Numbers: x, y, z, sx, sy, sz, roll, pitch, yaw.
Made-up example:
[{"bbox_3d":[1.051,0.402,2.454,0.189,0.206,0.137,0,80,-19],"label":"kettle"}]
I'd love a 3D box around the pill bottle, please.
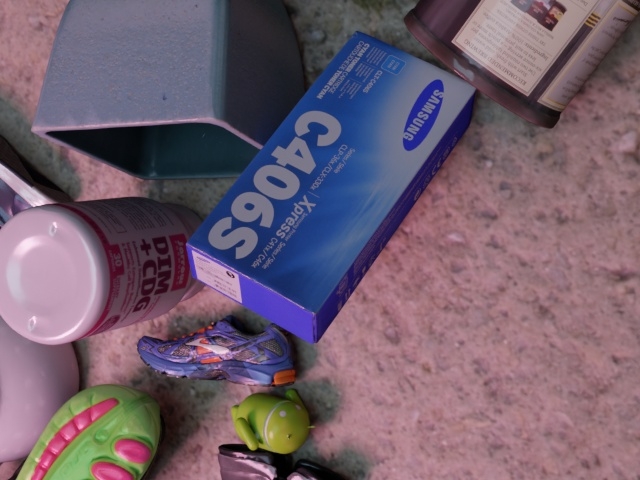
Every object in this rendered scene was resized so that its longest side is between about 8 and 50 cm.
[{"bbox_3d":[-0.255,0.028,1.471,0.160,0.283,0.160,3,96,23],"label":"pill bottle"}]

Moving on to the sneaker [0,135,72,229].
[{"bbox_3d":[-0.472,-0.056,1.665,0.226,0.086,0.163,41,107,14],"label":"sneaker"}]

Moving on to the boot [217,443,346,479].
[{"bbox_3d":[-0.133,0.365,1.558,0.338,0.118,0.222,6,95,12],"label":"boot"}]

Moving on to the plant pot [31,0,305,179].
[{"bbox_3d":[-0.161,-0.223,1.440,0.248,0.247,0.252,0,79,24],"label":"plant pot"}]

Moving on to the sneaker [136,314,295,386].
[{"bbox_3d":[-0.132,0.138,1.551,0.221,0.083,0.087,4,83,18],"label":"sneaker"}]

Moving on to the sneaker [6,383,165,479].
[{"bbox_3d":[-0.377,0.381,1.580,0.483,0.202,0.185,-40,79,5],"label":"sneaker"}]

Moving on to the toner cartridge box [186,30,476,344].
[{"bbox_3d":[0.018,-0.068,1.338,0.165,0.075,0.347,28,63,15],"label":"toner cartridge box"}]

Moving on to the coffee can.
[{"bbox_3d":[0.248,-0.286,1.266,0.201,0.201,0.275,41,109,15],"label":"coffee can"}]

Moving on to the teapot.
[{"bbox_3d":[-0.468,0.200,1.635,0.252,0.187,0.256,-40,80,22],"label":"teapot"}]

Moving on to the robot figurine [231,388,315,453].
[{"bbox_3d":[-0.061,0.230,1.515,0.115,0.101,0.067,8,113,46],"label":"robot figurine"}]
